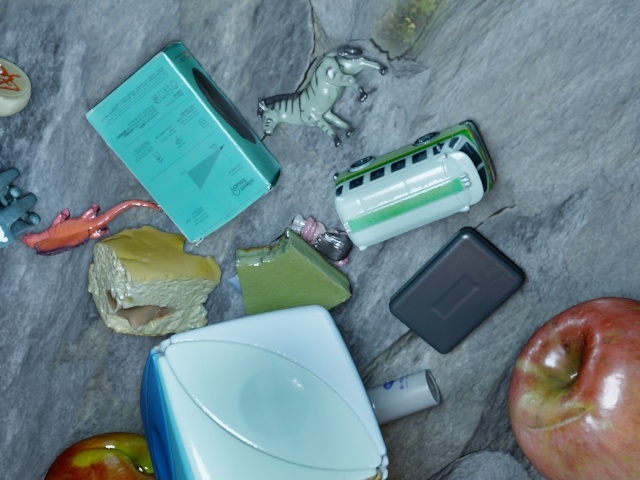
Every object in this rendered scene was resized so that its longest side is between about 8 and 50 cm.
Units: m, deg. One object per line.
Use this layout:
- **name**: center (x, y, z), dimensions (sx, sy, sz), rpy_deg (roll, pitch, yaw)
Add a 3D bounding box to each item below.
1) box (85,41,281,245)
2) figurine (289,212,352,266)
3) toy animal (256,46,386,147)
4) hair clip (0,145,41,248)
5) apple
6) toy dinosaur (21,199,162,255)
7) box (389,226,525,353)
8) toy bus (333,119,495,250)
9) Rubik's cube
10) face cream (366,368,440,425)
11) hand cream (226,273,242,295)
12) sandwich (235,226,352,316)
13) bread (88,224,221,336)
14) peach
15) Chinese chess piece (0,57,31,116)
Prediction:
- **box**: center (-0.244, -0.177, 1.672), dimensions (0.205, 0.118, 0.311), rpy_deg (-35, 102, 23)
- **figurine**: center (0.000, 0.000, 1.739), dimensions (0.129, 0.054, 0.072), rpy_deg (25, 118, 1)
- **toy animal**: center (-0.005, -0.259, 1.627), dimensions (0.176, 0.073, 0.217), rpy_deg (36, 110, 10)
- **hair clip**: center (-0.697, -0.099, 1.702), dimensions (0.238, 0.392, 0.318), rpy_deg (-32, 103, -6)
- **apple**: center (0.524, 0.292, 1.617), dimensions (0.363, 0.364, 0.364), rpy_deg (3, 112, 8)
- **toy dinosaur**: center (-0.455, -0.017, 1.760), dimensions (0.286, 0.139, 0.070), rpy_deg (-11, 111, 13)
- **box**: center (0.255, 0.095, 1.737), dimensions (0.160, 0.050, 0.230), rpy_deg (39, 113, -8)
- **toy bus**: center (0.163, -0.092, 1.614), dimensions (0.276, 0.165, 0.134), rpy_deg (-22, 108, 18)
- **Rubik's cube**: center (-0.117, 0.348, 1.648), dimensions (0.347, 0.352, 0.352), rpy_deg (-12, 154, -22)
- **face cream**: center (0.112, 0.334, 1.844), dimensions (0.250, 0.077, 0.077), rpy_deg (-24, 106, 17)
- **hand cream**: center (-0.104, 0.053, 1.785), dimensions (0.170, 0.043, 0.065), rpy_deg (-38, 100, 25)
- **sandwich**: center (-0.097, 0.090, 1.753), dimensions (0.245, 0.063, 0.212), rpy_deg (-34, 123, 23)
- **bread**: center (-0.343, 0.065, 1.811), dimensions (0.211, 0.224, 0.184), rpy_deg (49, 127, 34)
- **peach**: center (-0.442, 0.563, 1.918), dimensions (0.308, 0.308, 0.332), rpy_deg (35, 118, -6)
- **Chinese chess piece**: center (-0.595, -0.284, 1.683), dimensions (0.122, 0.122, 0.051), rpy_deg (37, 127, -6)
